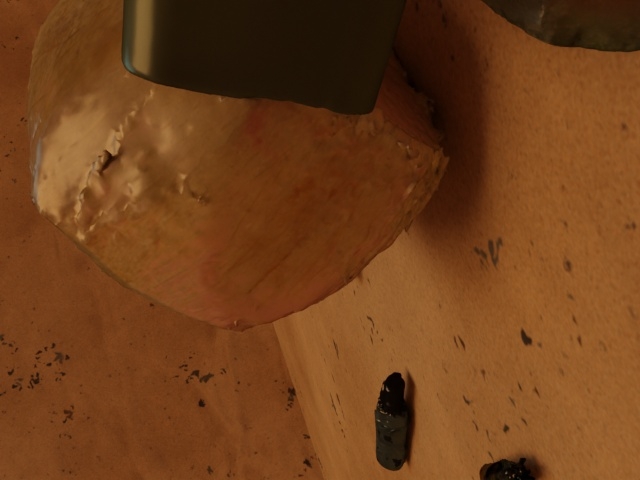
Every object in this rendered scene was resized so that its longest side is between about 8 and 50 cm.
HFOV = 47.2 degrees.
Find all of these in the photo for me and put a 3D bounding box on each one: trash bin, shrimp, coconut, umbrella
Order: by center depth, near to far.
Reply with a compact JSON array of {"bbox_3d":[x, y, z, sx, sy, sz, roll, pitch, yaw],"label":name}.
[{"bbox_3d":[-0.002,-0.258,0.370,0.223,0.158,0.344,-97,15,-66],"label":"trash bin"},{"bbox_3d":[-0.110,-0.096,0.741,0.404,0.404,0.405,165,90,-79],"label":"coconut"},{"bbox_3d":[0.201,0.263,0.748,0.091,0.034,0.161,57,169,23],"label":"shrimp"},{"bbox_3d":[0.112,0.290,1.140,0.250,0.052,0.053,87,162,-49],"label":"umbrella"}]

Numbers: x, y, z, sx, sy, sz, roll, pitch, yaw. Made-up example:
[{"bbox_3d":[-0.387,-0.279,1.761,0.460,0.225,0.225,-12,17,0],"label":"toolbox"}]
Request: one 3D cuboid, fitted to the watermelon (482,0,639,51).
[{"bbox_3d":[0.131,-0.211,0.349,0.241,0.094,0.154,96,150,-53],"label":"watermelon"}]
